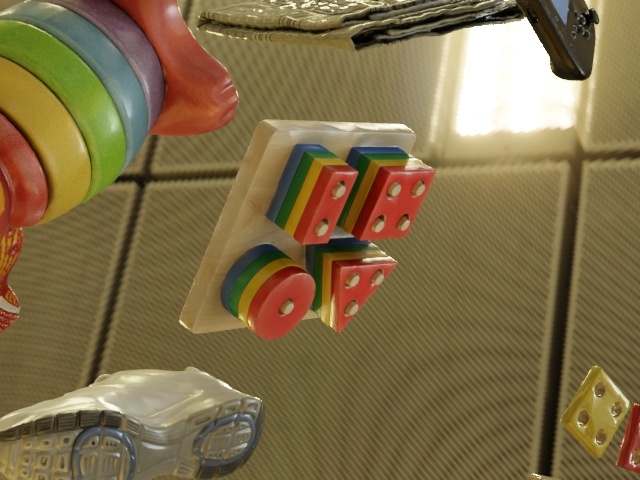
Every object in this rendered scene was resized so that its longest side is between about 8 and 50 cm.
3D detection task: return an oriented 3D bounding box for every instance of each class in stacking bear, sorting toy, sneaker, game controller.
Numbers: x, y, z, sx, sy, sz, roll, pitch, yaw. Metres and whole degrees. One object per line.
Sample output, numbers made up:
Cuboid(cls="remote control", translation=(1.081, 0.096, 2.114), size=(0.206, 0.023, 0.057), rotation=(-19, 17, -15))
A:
Cuboid(cls="stacking bear", translation=(-0.223, -0.078, 1.020), size=(0.164, 0.175, 0.289), rotation=(-5, -147, 41))
Cuboid(cls="sorting toy", translation=(0.164, 0.223, 0.962), size=(0.046, 0.132, 0.274), rotation=(12, -95, 51))
Cuboid(cls="sneaker", translation=(-0.309, 0.022, 1.246), size=(0.067, 0.175, 0.064), rotation=(40, -129, 17))
Cuboid(cls="sorting toy", translation=(0.000, 0.000, 1.557), size=(0.089, 0.257, 0.255), rotation=(37, -65, 31))
Cuboid(cls="sneaker", translation=(-0.200, 0.186, 1.372), size=(0.129, 0.297, 0.111), rotation=(31, -68, 42))
Cuboid(cls="game controller", translation=(0.225, -0.327, 1.550), size=(0.067, 0.319, 0.166), rotation=(-27, -154, 20))

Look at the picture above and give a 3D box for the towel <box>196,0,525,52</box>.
Cuboid(cls="towel", translation=(0.054, -0.293, 1.741), size=(0.312, 0.056, 0.324), rotation=(-16, -159, -37))
